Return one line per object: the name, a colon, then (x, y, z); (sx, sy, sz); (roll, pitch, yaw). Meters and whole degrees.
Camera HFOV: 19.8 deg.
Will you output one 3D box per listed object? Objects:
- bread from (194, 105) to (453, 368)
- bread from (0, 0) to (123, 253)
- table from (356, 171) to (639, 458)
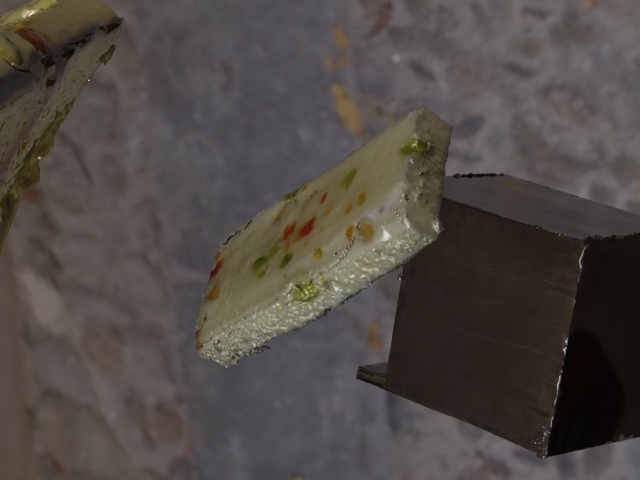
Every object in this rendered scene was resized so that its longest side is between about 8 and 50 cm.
bread: (0.000, 0.000, 0.815); (0.028, 0.068, 0.153); (34, 138, -25)
bread: (-0.230, -0.030, 1.139); (0.236, 0.263, 0.198); (-25, 103, 22)
table: (0.164, 0.050, 1.426); (0.193, 0.172, 0.169); (18, 105, 41)
